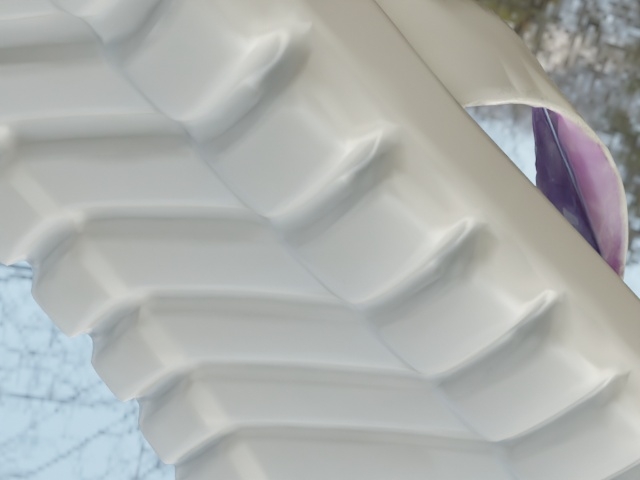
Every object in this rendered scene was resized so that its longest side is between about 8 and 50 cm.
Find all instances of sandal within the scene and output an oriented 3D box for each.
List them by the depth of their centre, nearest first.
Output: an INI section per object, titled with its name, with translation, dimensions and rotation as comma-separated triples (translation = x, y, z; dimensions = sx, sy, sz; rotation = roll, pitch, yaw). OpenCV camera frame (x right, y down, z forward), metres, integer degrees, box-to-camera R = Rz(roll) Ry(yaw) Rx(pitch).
[sandal]
translation = 0.011, -0.003, 0.404
dimensions = 0.169, 0.416, 0.102
rotation = -15, -148, 42
